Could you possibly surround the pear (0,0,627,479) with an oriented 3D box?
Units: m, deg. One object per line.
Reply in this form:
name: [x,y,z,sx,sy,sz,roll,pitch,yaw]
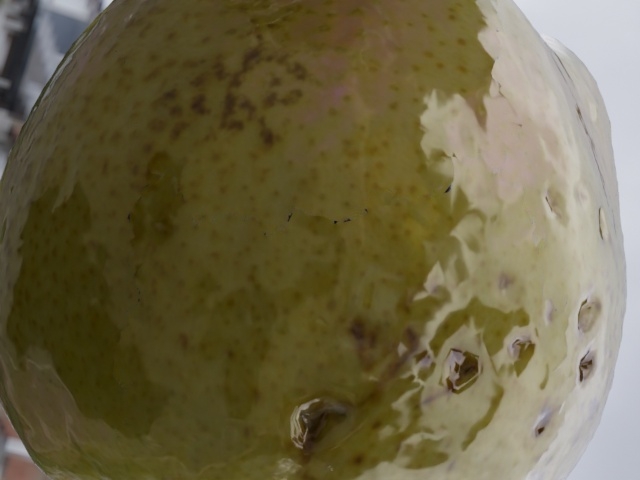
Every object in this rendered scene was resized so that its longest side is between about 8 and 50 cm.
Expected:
pear: [0.000,0.000,0.501,0.178,0.178,0.178,-48,-147,46]
